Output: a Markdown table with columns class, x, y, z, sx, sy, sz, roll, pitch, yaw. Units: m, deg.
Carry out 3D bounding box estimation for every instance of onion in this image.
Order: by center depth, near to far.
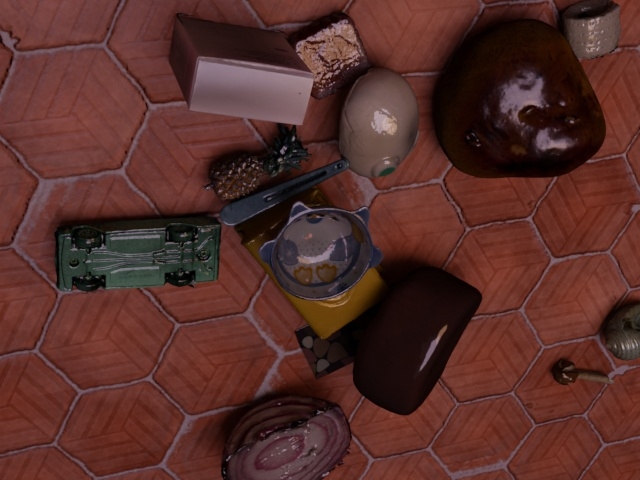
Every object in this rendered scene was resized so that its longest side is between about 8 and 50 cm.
| class | x | y | z | sx | sy | sz | roll | pitch | yaw |
| --- | --- | --- | --- | --- | --- | --- | --- | --- | --- |
| onion | -0.090 | 0.475 | 2.163 | 0.314 | 0.146 | 0.280 | -27 | 136 | -12 |

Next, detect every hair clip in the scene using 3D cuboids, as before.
| class | x | y | z | sx | sy | sz | roll | pitch | yaw |
| --- | --- | --- | --- | --- | --- | --- | --- | --- | --- |
| hair clip | -0.067 | -0.102 | 1.844 | 0.275 | 0.083 | 0.048 | -25 | 88 | 13 |

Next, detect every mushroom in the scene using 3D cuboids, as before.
| class | x | y | z | sx | sy | sz | roll | pitch | yaw |
| --- | --- | --- | --- | --- | --- | --- | --- | --- | --- |
| mushroom | 0.394 | -0.262 | 1.894 | 0.345 | 0.259 | 0.345 | 1 | 102 | 7 |
| mushroom | 0.669 | 0.340 | 2.379 | 0.187 | 0.060 | 0.061 | 8 | 108 | -28 |

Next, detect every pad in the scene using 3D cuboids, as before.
| class | x | y | z | sx | sy | sz | roll | pitch | yaw |
| --- | --- | --- | --- | --- | --- | --- | --- | --- | --- |
| pad | 0.069 | 0.214 | 2.142 | 0.235 | 0.003 | 0.158 | -25 | 122 | -3 |

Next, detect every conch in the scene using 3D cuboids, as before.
| class | x | y | z | sx | sy | sz | roll | pitch | yaw |
| --- | --- | --- | --- | --- | --- | --- | --- | --- | --- |
| conch | 0.760 | 0.222 | 2.315 | 0.153 | 0.102 | 0.135 | -31 | 117 | -39 |

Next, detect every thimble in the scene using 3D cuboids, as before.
| class | x | y | z | sx | sy | sz | roll | pitch | yaw |
| --- | --- | --- | --- | --- | --- | --- | --- | --- | --- |
| thimble | 0.545 | -0.426 | 1.889 | 0.115 | 0.102 | 0.090 | -14 | 122 | -2 |

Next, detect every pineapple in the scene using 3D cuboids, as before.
| class | x | y | z | sx | sy | sz | roll | pitch | yaw |
| --- | --- | --- | --- | --- | --- | --- | --- | --- | --- |
| pineapple | -0.130 | -0.149 | 1.832 | 0.221 | 0.103 | 0.083 | -25 | 144 | 0 |

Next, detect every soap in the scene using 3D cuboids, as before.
| class | x | y | z | sx | sy | sz | roll | pitch | yaw |
| --- | --- | --- | --- | --- | --- | --- | --- | --- | --- |
| soap | -0.011 | 0.037 | 1.965 | 0.204 | 0.096 | 0.324 | -36 | 122 | 4 |

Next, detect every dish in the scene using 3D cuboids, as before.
| class | x | y | z | sx | sy | sz | roll | pitch | yaw |
| --- | --- | --- | --- | --- | --- | --- | --- | --- | --- |
| dish | 0.000 | 0.000 | 1.840 | 0.236 | 0.086 | 0.228 | 27 | 106 | -27 |

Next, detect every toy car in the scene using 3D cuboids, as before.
| class | x | y | z | sx | sy | sz | roll | pitch | yaw |
| --- | --- | --- | --- | --- | --- | --- | --- | --- | --- |
| toy car | -0.358 | 0.026 | 1.844 | 0.321 | 0.097 | 0.141 | -3 | 119 | -18 |

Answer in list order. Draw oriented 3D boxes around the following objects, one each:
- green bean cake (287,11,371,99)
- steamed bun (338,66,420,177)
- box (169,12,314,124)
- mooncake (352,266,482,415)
| class | x | y | z | sx | sy | sz | roll | pitch | yaw |
| --- | --- | --- | --- | --- | --- | --- | --- | --- | --- |
| green bean cake | 0.017 | -0.353 | 1.784 | 0.136 | 0.056 | 0.135 | -27 | 122 | -3 |
| steamed bun | 0.121 | -0.217 | 1.814 | 0.177 | 0.131 | 0.228 | -43 | 151 | -39 |
| box | -0.144 | -0.304 | 1.643 | 0.203 | 0.251 | 0.106 | 6 | 116 | -21 |
| mooncake | 0.209 | 0.203 | 2.041 | 0.334 | 0.174 | 0.326 | -49 | 158 | -34 |
